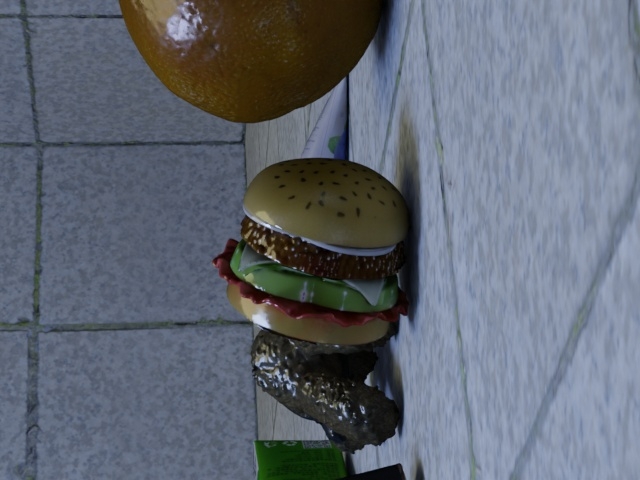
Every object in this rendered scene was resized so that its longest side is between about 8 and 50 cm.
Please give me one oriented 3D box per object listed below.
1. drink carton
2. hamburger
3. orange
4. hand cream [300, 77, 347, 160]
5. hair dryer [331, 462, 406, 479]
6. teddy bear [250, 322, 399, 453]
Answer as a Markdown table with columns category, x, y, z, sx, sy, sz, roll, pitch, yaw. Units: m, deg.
| category | x | y | z | sx | sy | sz | roll | pitch | yaw |
| --- | --- | --- | --- | --- | --- | --- | --- | --- | --- |
| drink carton | -0.013 | 0.334 | 1.964 | 0.271 | 0.108 | 0.161 | -108 | 16 | -70 |
| hamburger | 0.003 | 0.001 | 1.502 | 0.175 | 0.175 | 0.136 | -103 | 24 | -66 |
| orange | -0.062 | -0.236 | 1.639 | 0.264 | 0.264 | 0.264 | 179 | 90 | -85 |
| hand cream | 0.012 | -0.123 | 2.001 | 0.084 | 0.053 | 0.142 | 142 | 142 | -83 |
| hair dryer | 0.030 | 0.316 | 1.498 | 0.070 | 0.128 | 0.255 | -108 | 7 | -70 |
| teddy bear | -0.002 | 0.111 | 1.678 | 0.251 | 0.129 | 0.181 | 140 | 131 | -83 |
